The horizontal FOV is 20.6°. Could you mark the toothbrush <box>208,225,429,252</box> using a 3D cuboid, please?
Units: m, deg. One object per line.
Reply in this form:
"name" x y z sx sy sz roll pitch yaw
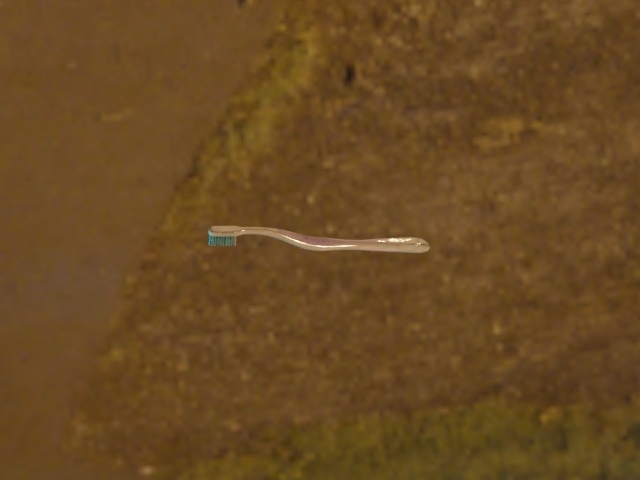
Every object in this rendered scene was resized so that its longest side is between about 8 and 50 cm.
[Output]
"toothbrush" 0.000 0.000 1.008 0.131 0.011 0.013 3 127 -14
